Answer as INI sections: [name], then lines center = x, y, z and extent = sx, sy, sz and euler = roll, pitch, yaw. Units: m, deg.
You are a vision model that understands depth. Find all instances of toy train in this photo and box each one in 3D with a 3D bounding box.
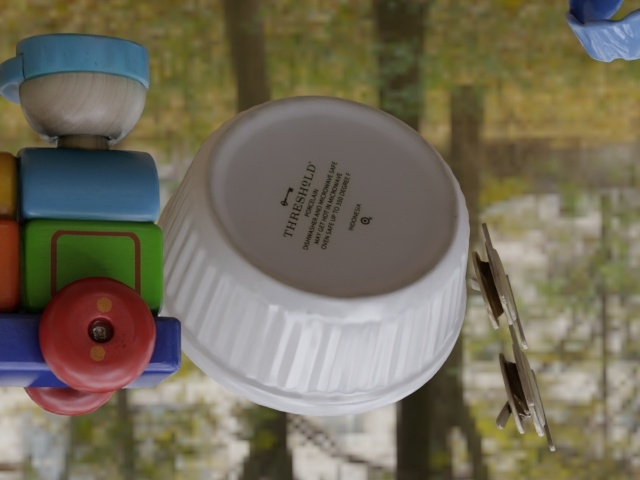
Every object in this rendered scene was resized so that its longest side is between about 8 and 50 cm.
[toy train]
center = -0.179, -0.010, 0.719
extent = 0.248, 0.143, 0.105
euler = 2, 169, -14

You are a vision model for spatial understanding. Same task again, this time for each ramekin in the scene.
[ramekin]
center = 0.000, 0.000, 1.584
extent = 0.273, 0.273, 0.127
euler = -1, 144, -14

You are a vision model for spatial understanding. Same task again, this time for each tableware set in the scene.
[tableware set]
center = 0.164, 0.092, 1.755
extent = 0.039, 0.194, 0.128
euler = -17, 150, 8

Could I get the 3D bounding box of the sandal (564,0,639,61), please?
[sandal]
center = 0.266, -0.135, 1.073
extent = 0.317, 0.138, 0.126
euler = 22, -145, 2
